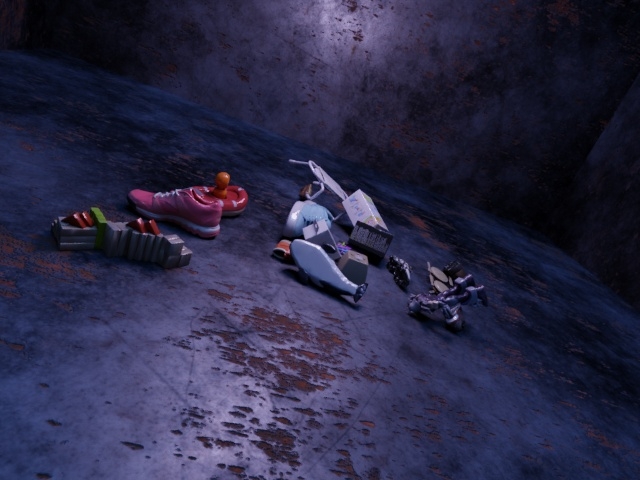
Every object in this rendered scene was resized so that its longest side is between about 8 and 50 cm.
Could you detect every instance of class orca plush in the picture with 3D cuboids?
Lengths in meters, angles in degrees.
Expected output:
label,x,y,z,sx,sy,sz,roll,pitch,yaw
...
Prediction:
label,x,y,z,sx,sy,sz,roll,pitch,yaw
orca plush,0.023,0.097,1.490,0.287,0.151,0.102,22,-10,6

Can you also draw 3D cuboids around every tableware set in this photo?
label,x,y,z,sx,sy,sz,roll,pitch,yaw
tableware set,0.484,0.177,1.840,0.128,0.039,0.194,32,26,-8

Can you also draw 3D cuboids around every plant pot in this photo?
label,x,y,z,sx,sy,sz,roll,pitch,yaw
plant pot,0.114,0.097,1.579,0.109,0.096,0.109,20,22,-6

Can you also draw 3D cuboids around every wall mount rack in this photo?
label,x,y,z,sx,sy,sz,roll,pitch,yaw
wall mount rack,-0.005,-0.259,2.091,0.350,0.130,0.304,38,24,-46

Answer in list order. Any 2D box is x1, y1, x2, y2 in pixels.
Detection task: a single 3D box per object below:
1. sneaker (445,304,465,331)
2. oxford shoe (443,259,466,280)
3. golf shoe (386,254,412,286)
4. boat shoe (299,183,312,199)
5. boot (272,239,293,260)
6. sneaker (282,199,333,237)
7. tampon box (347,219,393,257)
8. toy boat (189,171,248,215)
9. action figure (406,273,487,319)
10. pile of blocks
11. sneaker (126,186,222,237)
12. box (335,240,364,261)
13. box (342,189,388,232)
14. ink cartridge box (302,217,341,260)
label,x,y,z,sx,sy,sz,roll,pitch,yaw
sneaker,0.482,0.281,1.593,0.065,0.061,0.158,53,27,3
oxford shoe,0.602,0.145,1.999,0.096,0.082,0.227,58,16,1
golf shoe,0.331,0.121,1.766,0.093,0.077,0.198,17,24,-16
boat shoe,-0.073,-0.244,2.236,0.060,0.064,0.178,2,19,-1
boot,-0.088,0.053,1.547,0.157,0.059,0.084,20,23,15
sneaker,-0.033,-0.080,1.796,0.150,0.135,0.366,21,21,10
tampon box,0.204,-0.003,1.844,0.160,0.102,0.120,25,-2,6
toy boat,-0.373,-0.183,1.678,0.151,0.151,0.231,38,26,33
action figure,0.426,0.209,1.553,0.284,0.099,0.185,-15,19,-12
pile of blocks,-0.526,-0.027,1.220,0.361,0.113,0.149,14,23,-23
sneaker,-0.467,-0.125,1.473,0.313,0.136,0.116,20,21,-7
box,0.110,0.057,1.762,0.116,0.029,0.162,23,22,1
box,0.198,-0.106,2.004,0.114,0.103,0.203,27,33,-53
ink cartridge box,0.000,0.000,1.604,0.089,0.143,0.092,-25,28,3
